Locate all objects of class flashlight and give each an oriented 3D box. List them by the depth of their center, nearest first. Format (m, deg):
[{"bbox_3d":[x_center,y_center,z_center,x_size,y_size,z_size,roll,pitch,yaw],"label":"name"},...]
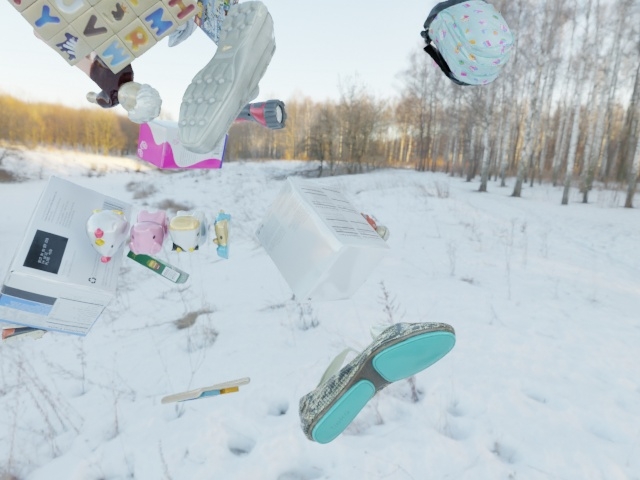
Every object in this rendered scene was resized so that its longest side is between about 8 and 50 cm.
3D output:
[{"bbox_3d":[-0.272,-0.435,1.438,0.303,0.103,0.103,1,11,21],"label":"flashlight"}]

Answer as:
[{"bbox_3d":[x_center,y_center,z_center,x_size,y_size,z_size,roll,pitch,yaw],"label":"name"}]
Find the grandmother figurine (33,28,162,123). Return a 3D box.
[{"bbox_3d":[-0.495,-0.389,0.920,0.342,0.208,0.104,42,47,4],"label":"grandmother figurine"}]

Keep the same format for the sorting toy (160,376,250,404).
[{"bbox_3d":[-0.349,0.468,1.255,0.193,0.038,0.208,-23,-18,31],"label":"sorting toy"}]

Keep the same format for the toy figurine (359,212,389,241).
[{"bbox_3d":[0.097,0.018,1.292,0.148,0.210,0.213,29,-11,-22],"label":"toy figurine"}]

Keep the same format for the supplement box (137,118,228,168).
[{"bbox_3d":[-0.388,-0.272,1.159,0.113,0.111,0.220,26,20,25],"label":"supplement box"}]

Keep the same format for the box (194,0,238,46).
[{"bbox_3d":[-0.234,-0.515,0.910,0.027,0.094,0.137,-43,-1,-33],"label":"box"}]

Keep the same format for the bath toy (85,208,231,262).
[{"bbox_3d":[-0.394,-0.011,0.990,0.347,0.129,0.151,0,-14,-1],"label":"bath toy"}]

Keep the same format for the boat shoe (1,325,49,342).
[{"bbox_3d":[-0.774,0.248,1.098,0.137,0.043,0.049,3,-17,-40],"label":"boat shoe"}]

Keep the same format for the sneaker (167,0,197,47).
[{"bbox_3d":[-0.450,-0.704,1.221,0.365,0.210,0.137,24,-19,40],"label":"sneaker"}]

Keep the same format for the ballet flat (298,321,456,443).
[{"bbox_3d":[0.129,0.340,1.111,0.482,0.164,0.182,-38,33,0],"label":"ballet flat"}]

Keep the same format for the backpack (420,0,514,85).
[{"bbox_3d":[0.306,-0.409,0.834,0.151,0.182,0.115,-17,-20,-3],"label":"backpack"}]

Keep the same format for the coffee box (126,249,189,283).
[{"bbox_3d":[-0.530,0.083,1.338,0.184,0.041,0.113,29,-8,-2],"label":"coffee box"}]

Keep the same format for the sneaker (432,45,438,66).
[{"bbox_3d":[0.309,-0.458,1.003,0.057,0.047,0.119,-3,17,9],"label":"sneaker"}]

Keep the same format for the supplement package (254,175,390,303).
[{"bbox_3d":[0.000,0.000,1.081,0.198,0.199,0.263,4,39,-47],"label":"supplement package"}]

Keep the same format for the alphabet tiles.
[{"bbox_3d":[-0.410,-0.506,0.772,0.342,0.285,0.011,-35,38,2],"label":"alphabet tiles"}]

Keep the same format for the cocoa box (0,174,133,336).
[{"bbox_3d":[-0.694,0.045,1.121,0.231,0.228,0.347,23,37,-34],"label":"cocoa box"}]

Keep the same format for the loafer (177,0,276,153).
[{"bbox_3d":[-0.153,-0.283,0.733,0.112,0.320,0.111,12,-20,26],"label":"loafer"}]
